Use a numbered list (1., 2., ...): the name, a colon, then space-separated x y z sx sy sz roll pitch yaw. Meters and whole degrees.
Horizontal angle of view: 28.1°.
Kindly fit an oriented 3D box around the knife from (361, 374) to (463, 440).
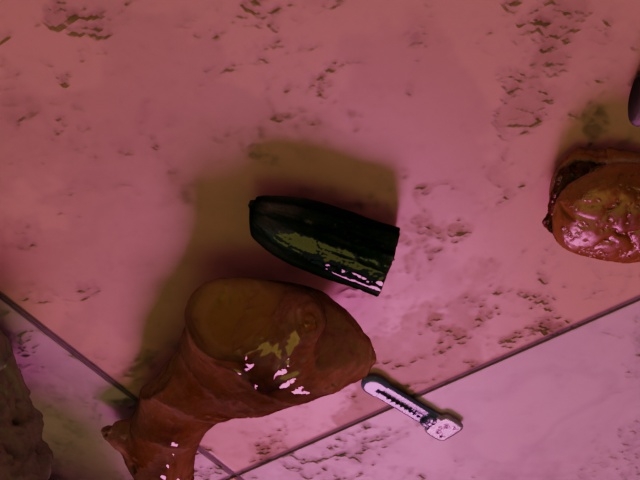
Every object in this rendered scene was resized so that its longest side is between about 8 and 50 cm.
1. knife: 0.067 0.126 0.960 0.096 0.010 0.027 34 126 -27

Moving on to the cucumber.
1. cucumber: 0.000 0.000 0.814 0.105 0.048 0.048 18 132 -14

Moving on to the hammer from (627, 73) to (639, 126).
1. hammer: 0.266 -0.164 0.653 0.137 0.037 0.290 7 134 -4

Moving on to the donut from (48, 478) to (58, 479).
1. donut: -0.294 0.327 1.060 0.360 0.170 0.360 1 136 1

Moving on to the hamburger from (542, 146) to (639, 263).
1. hamburger: 0.182 -0.020 0.792 0.083 0.044 0.076 3 135 -5

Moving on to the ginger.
1. ginger: -0.067 0.112 0.910 0.131 0.086 0.294 13 142 -22

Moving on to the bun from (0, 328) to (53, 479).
1. bun: -0.275 0.105 0.872 0.203 0.126 0.212 19 124 -15
